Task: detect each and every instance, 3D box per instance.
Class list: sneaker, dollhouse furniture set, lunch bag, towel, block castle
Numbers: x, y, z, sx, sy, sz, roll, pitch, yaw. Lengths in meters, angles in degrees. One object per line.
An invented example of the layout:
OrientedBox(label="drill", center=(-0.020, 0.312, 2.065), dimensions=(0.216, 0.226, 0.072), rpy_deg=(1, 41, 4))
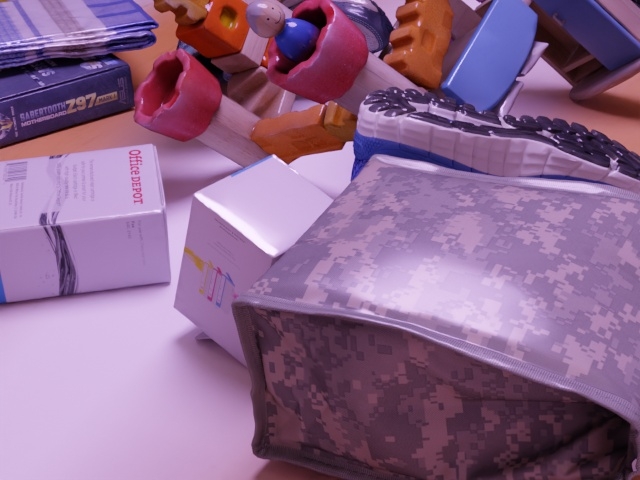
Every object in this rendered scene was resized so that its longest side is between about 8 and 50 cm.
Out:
OrientedBox(label="sneaker", center=(0.174, -0.029, 1.105), dimensions=(0.330, 0.147, 0.129), rpy_deg=(12, 22, -14))
OrientedBox(label="dollhouse furniture set", center=(0.175, -0.142, 1.345), dimensions=(0.286, 0.198, 0.303), rpy_deg=(-26, 28, 57))
OrientedBox(label="lunch bag", center=(0.124, 0.065, 0.894), dimensions=(0.287, 0.168, 0.235), rpy_deg=(9, 33, 25))
OrientedBox(label="sneaker", center=(-0.047, -0.214, 1.460), dimensions=(0.283, 0.110, 0.122), rpy_deg=(0, 53, 33))
OrientedBox(label="towel", center=(-0.350, -0.245, 1.491), dimensions=(0.285, 0.034, 0.209), rpy_deg=(-13, 28, -18))
OrientedBox(label="block castle", center=(-0.010, -0.306, 1.236), dimensions=(0.303, 0.213, 0.453), rpy_deg=(-8, 59, 49))

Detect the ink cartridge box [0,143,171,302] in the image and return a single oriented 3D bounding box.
OrientedBox(label="ink cartridge box", center=(-0.237, -0.016, 1.152), dimensions=(0.191, 0.082, 0.139), rpy_deg=(-6, 30, -8))

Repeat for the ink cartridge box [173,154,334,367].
OrientedBox(label="ink cartridge box", center=(-0.051, 0.023, 1.024), dimensions=(0.090, 0.143, 0.092), rpy_deg=(37, 46, 24))

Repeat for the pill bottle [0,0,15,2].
OrientedBox(label="pill bottle", center=(-0.369, -0.337, 1.701), dimensions=(0.184, 0.103, 0.103), rpy_deg=(18, 36, 32))

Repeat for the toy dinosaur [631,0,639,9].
OrientedBox(label="toy dinosaur", center=(0.416, -0.344, 1.617), dimensions=(0.218, 0.164, 0.322), rpy_deg=(19, 11, 5))

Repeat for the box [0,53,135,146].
OrientedBox(label="box", center=(-0.352, -0.193, 1.492), dimensions=(0.183, 0.059, 0.233), rpy_deg=(-21, 34, -27))
